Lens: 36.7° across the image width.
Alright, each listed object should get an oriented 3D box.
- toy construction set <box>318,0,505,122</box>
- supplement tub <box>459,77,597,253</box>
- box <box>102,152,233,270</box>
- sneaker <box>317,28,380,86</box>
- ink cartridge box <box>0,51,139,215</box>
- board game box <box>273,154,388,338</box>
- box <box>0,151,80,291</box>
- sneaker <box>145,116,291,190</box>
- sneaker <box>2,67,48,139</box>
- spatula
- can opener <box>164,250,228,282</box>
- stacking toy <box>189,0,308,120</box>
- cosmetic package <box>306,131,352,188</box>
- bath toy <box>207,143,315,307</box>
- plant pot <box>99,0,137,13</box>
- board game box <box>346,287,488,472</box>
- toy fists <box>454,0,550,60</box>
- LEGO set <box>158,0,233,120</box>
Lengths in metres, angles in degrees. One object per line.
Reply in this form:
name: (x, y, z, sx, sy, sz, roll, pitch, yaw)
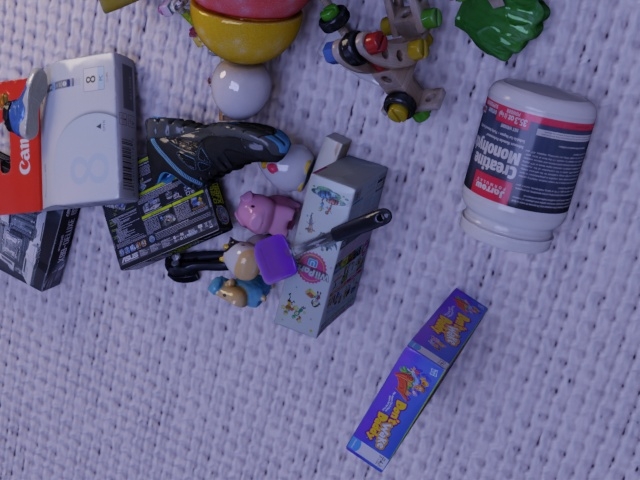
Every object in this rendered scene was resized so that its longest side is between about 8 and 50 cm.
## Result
toy construction set: (0.176, -0.348, 1.679, 0.308, 0.257, 0.237, -25, 124, 24)
supplement tub: (0.359, -0.133, 1.698, 0.191, 0.191, 0.272, 18, 109, 17)
box: (-0.336, -0.079, 2.044, 0.270, 0.060, 0.216, -22, 81, 25)
sneaker: (0.100, -0.347, 1.818, 0.212, 0.080, 0.094, 30, 101, 14)
ink cartridge box: (-0.576, -0.220, 2.060, 0.384, 0.091, 0.308, -5, 86, 18)
board game box: (0.024, 0.007, 1.852, 0.097, 0.224, 0.304, 19, 109, 16)
box: (-0.713, -0.058, 2.216, 0.307, 0.076, 0.243, 26, 110, 14)
sneaker: (-0.200, -0.166, 1.886, 0.340, 0.125, 0.140, 8, 98, 36)
sneaker: (-0.629, -0.296, 2.036, 0.084, 0.058, 0.152, 20, 106, 26)
spatula: (0.000, 0.000, 1.720, 0.296, 0.030, 0.084, -22, 91, 26)
can opener: (-0.253, 0.046, 2.076, 0.186, 0.073, 0.059, -10, 60, 21)
stacking toy: (-0.137, -0.452, 1.779, 0.350, 0.350, 0.480, 20, 122, 17)
cosmetic package: (0.017, -0.151, 1.906, 0.041, 0.060, 0.115, 26, 113, 13)
bath toy: (-0.121, -0.040, 1.939, 0.129, 0.151, 0.348, 22, 109, 5)
plant pot: (-0.340, -0.586, 1.849, 0.187, 0.212, 0.212, -11, 121, 8)
board game box: (0.185, 0.247, 1.779, 0.078, 0.347, 0.233, 33, 113, 11)
toy fists: (0.358, -0.448, 1.674, 0.142, 0.096, 0.279, 40, 116, 22)
LEGO set: (-0.230, -0.379, 1.928, 0.107, 0.132, 0.287, 7, 133, 40)
